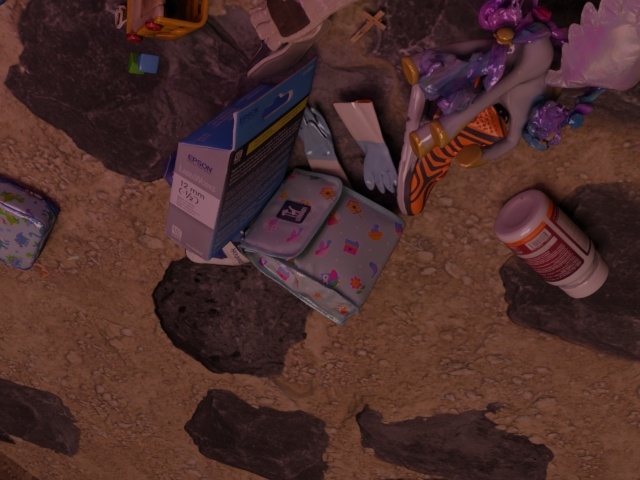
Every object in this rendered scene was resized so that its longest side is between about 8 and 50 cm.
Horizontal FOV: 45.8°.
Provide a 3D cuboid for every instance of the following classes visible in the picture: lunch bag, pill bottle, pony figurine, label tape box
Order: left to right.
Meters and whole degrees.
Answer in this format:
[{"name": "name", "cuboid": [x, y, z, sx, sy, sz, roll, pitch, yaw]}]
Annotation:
[{"name": "lunch bag", "cuboid": [-0.726, -0.040, 1.781, 0.176, 0.090, 0.219, 27, 135, -12]}, {"name": "label tape box", "cuboid": [-0.147, -0.164, 1.363, 0.115, 0.249, 0.348, 31, 136, 12]}, {"name": "lunch bag", "cuboid": [0.000, 0.000, 1.490, 0.262, 0.223, 0.160, 33, 156, -2]}, {"name": "pony figurine", "cuboid": [0.306, -0.270, 1.112, 0.363, 0.303, 0.351, -26, 149, -4]}, {"name": "pill bottle", "cuboid": [0.450, 0.011, 1.467, 0.221, 0.121, 0.121, 39, 132, -22]}]

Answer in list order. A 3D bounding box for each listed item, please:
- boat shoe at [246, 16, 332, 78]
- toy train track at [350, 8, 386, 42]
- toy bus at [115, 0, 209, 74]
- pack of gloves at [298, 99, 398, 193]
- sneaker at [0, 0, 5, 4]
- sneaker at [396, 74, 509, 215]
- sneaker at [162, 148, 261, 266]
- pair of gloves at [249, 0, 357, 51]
[{"name": "boat shoe", "cuboid": [-0.062, -0.350, 1.314, 0.206, 0.075, 0.065, -29, 78, 43]}, {"name": "toy train track", "cuboid": [0.079, -0.364, 1.278, 0.048, 0.014, 0.083, 29, 141, -23]}, {"name": "toy bus", "cuboid": [-0.261, -0.388, 1.281, 0.104, 0.202, 0.191, 2, 136, -31]}, {"name": "pack of gloves", "cuboid": [0.052, -0.184, 1.456, 0.195, 0.046, 0.232, 6, 139, 32]}, {"name": "sneaker", "cuboid": [-0.533, -0.493, 1.299, 0.069, 0.082, 0.209, 38, 115, -3]}, {"name": "sneaker", "cuboid": [0.237, -0.160, 1.355, 0.180, 0.125, 0.321, 11, 136, 7]}, {"name": "sneaker", "cuboid": [-0.245, -0.037, 1.618, 0.182, 0.127, 0.315, -23, 126, 31]}, {"name": "pair of gloves", "cuboid": [-0.061, -0.433, 1.189, 0.204, 0.042, 0.240, -27, 101, 38]}]
